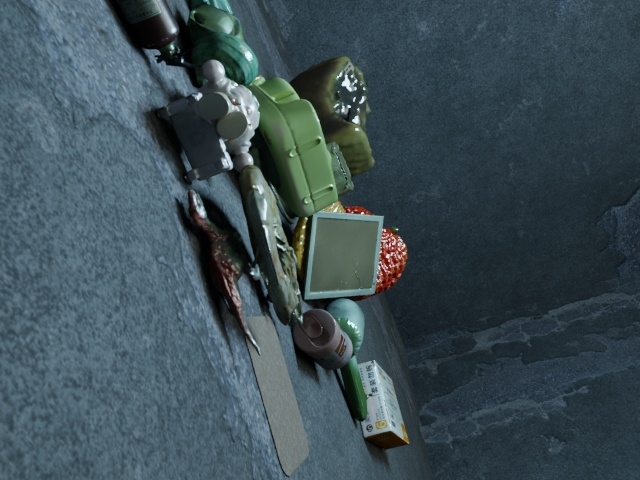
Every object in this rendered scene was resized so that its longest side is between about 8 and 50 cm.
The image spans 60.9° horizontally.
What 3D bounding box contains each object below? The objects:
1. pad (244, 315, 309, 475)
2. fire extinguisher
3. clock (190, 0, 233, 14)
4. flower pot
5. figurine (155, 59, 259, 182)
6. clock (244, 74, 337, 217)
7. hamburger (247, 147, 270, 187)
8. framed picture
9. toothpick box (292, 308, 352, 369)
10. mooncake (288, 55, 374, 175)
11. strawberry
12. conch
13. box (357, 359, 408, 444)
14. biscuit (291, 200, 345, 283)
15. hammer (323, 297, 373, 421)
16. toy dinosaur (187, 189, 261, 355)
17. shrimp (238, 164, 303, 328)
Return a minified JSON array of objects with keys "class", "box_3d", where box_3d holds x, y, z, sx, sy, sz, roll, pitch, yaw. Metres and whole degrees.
[{"class":"pad","box_3d":[-0.075,0.261,0.955,0.176,0.002,0.266,28,44,-76]},{"class":"fire extinguisher","box_3d":[-0.260,-0.367,0.838,0.071,0.099,0.231,-86,154,-56]},{"class":"clock","box_3d":[-0.253,-0.528,1.301,0.211,0.066,0.159,-16,87,-80]},{"class":"flower pot","box_3d":[-0.028,-0.176,1.511,0.212,0.203,0.212,-20,90,-77]},{"class":"figurine","box_3d":[-0.174,-0.202,0.951,0.182,0.144,0.256,48,16,-10]},{"class":"clock","box_3d":[-0.093,-0.243,1.262,0.348,0.117,0.286,54,-13,43]},{"class":"hamburger","box_3d":[-0.145,-0.146,1.224,0.084,0.054,0.121,50,24,-78]},{"class":"framed picture","box_3d":[0.065,0.039,1.463,0.293,0.018,0.231,2,95,-47]},{"class":"toothpick box","box_3d":[0.008,0.223,1.213,0.149,0.099,0.098,58,16,-58]},{"class":"mooncake","box_3d":[0.053,-0.410,1.821,0.393,0.394,0.246,30,-19,31]},{"class":"strawberry","box_3d":[0.093,0.058,1.699,0.312,0.267,0.351,45,42,1]},{"class":"conch","box_3d":[-0.209,-0.391,1.128,0.176,0.122,0.188,41,22,-30]},{"class":"box","box_3d":[0.180,0.507,1.664,0.274,0.091,0.220,54,20,-58]},{"class":"biscuit","box_3d":[0.000,0.000,1.446,0.254,0.035,0.253,-22,117,-53]},{"class":"hammer","box_3d":[0.081,0.330,1.443,0.206,0.119,0.335,-66,142,-74]},{"class":"toy dinosaur","box_3d":[-0.141,0.056,0.833,0.167,0.053,0.242,50,23,-63]},{"class":"shrimp","box_3d":[-0.082,0.037,0.962,0.247,0.085,0.360,-110,-174,-54]}]
